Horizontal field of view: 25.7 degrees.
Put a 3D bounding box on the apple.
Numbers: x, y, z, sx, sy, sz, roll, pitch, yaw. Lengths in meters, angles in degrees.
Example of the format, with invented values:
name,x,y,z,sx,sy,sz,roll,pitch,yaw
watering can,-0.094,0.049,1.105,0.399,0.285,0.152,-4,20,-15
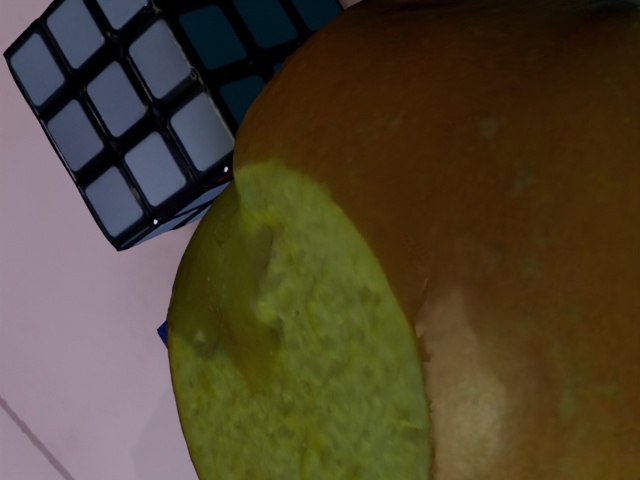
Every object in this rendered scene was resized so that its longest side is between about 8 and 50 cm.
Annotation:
name,x,y,z,sx,sy,sz,roll,pitch,yaw
apple,0.101,0.025,0.716,0.384,0.374,0.374,12,117,19

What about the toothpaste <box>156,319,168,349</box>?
name,x,y,z,sx,sy,sz,roll,pitch,yaw
toothpaste,-0.001,0.000,0.980,0.066,0.076,0.320,55,132,11

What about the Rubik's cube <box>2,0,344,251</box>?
name,x,y,z,sx,sy,sz,roll,pitch,yaw
Rubik's cube,-0.084,-0.111,0.943,0.163,0.162,0.160,-33,87,42
